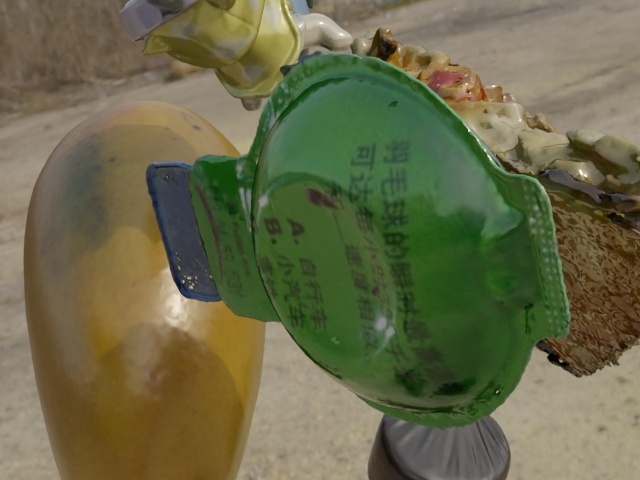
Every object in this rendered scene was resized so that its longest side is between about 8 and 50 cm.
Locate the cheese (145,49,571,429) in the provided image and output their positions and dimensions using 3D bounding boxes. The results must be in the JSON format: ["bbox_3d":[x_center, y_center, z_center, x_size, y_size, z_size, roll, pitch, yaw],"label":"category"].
[{"bbox_3d":[0.000,0.000,0.569,0.083,0.204,0.320,-24,18,-35],"label":"cheese"}]

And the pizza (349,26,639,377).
[{"bbox_3d":[0.110,-0.037,0.581,0.074,0.251,0.288,-46,-7,-13],"label":"pizza"}]

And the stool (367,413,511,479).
[{"bbox_3d":[0.111,0.198,0.999,0.125,0.121,0.217,13,39,1],"label":"stool"}]

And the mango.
[{"bbox_3d":[-0.159,0.068,0.965,0.232,0.300,0.446,3,52,-12],"label":"mango"}]

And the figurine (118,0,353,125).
[{"bbox_3d":[-0.060,-0.165,0.754,0.128,0.208,0.184,-29,12,29],"label":"figurine"}]
